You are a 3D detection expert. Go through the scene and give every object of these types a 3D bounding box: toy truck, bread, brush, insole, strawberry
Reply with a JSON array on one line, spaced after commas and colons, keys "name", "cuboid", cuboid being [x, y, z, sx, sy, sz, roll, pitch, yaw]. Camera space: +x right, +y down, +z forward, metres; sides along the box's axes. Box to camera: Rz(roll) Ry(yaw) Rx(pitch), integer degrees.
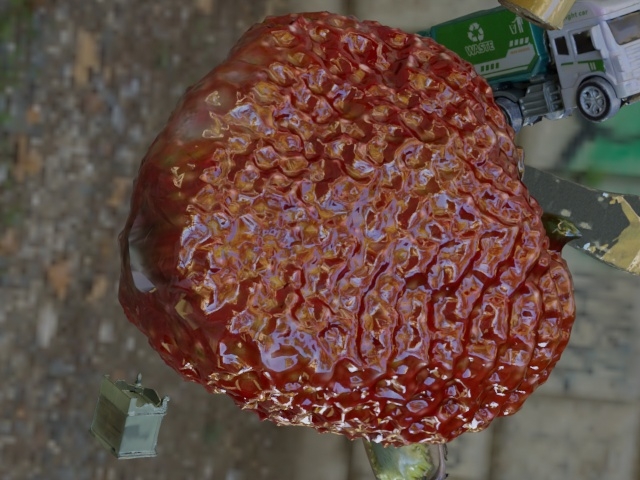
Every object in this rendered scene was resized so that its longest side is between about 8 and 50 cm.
[{"name": "toy truck", "cuboid": [0.191, -0.156, 1.636, 0.114, 0.253, 0.124, -24, 99, -43]}, {"name": "bread", "cuboid": [0.153, -0.173, 1.275, 0.103, 0.049, 0.062, -55, -177, -37]}, {"name": "brush", "cuboid": [0.046, 0.091, 1.668, 0.067, 0.072, 0.313, 52, 19, -56]}, {"name": "insole", "cuboid": [0.287, -0.018, 1.860, 0.011, 0.247, 0.081, 64, 47, -77]}, {"name": "strawberry", "cuboid": [0.000, 0.000, 1.248, 0.351, 0.267, 0.312, -7, 77, -46]}]

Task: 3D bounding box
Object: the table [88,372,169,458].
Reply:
[{"name": "table", "cuboid": [-0.240, 0.220, 2.290, 0.062, 0.079, 0.083, 1, 111, -39]}]
